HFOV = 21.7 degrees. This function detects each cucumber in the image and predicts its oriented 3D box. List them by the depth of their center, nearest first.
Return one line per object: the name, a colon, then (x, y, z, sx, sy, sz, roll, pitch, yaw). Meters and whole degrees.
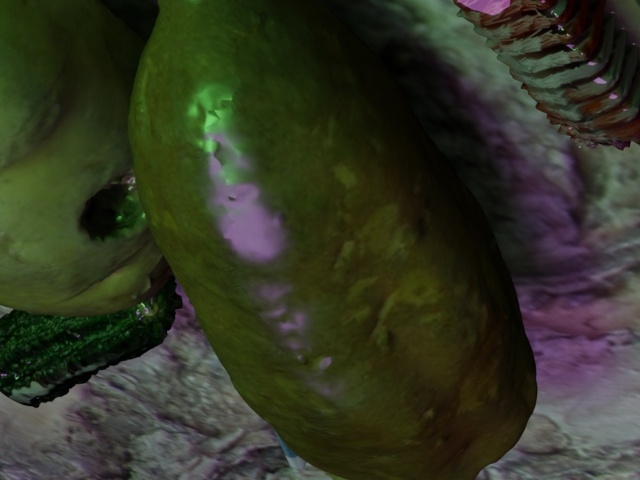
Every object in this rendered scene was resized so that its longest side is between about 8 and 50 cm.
cucumber: (-0.157, 0.057, 1.120, 0.077, 0.077, 0.265, 31, 150, -21)

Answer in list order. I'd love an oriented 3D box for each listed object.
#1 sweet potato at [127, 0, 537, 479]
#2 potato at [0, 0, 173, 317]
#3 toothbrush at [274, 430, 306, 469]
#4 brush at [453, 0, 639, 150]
sweet potato: (0.000, 0.000, 0.810, 0.157, 0.158, 0.370, 4, 148, 29)
potato: (-0.169, -0.059, 0.830, 0.191, 0.141, 0.296, -13, 141, 23)
toothbrush: (-0.037, 0.103, 1.183, 0.025, 0.019, 0.276, 18, 154, 17)
brush: (0.050, -0.136, 0.632, 0.060, 0.050, 0.321, 1, 147, 41)
